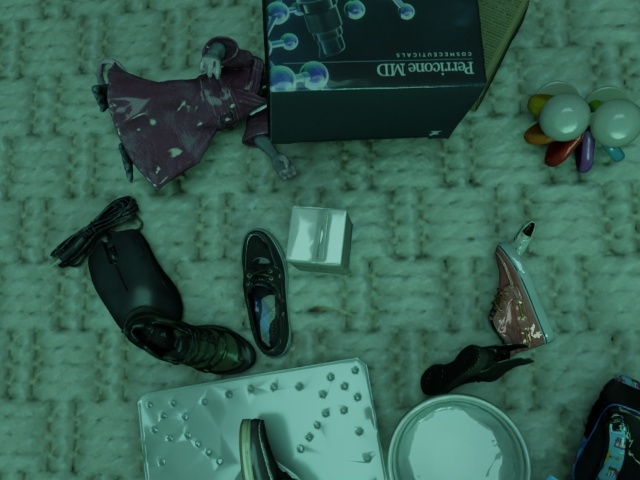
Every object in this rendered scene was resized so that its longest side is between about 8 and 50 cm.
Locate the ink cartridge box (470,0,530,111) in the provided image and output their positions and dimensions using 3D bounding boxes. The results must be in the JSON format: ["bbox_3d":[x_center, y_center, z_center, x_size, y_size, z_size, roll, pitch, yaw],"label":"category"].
[{"bbox_3d":[0.211,-0.363,1.118,0.235,0.088,0.193,28,86,11],"label":"ink cartridge box"}]

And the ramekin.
[{"bbox_3d":[0.207,0.336,0.979,0.207,0.109,0.207,-1,80,7],"label":"ramekin"}]

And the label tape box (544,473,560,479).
[{"bbox_3d":[0.416,0.484,0.882,0.348,0.115,0.249,29,108,14],"label":"label tape box"}]

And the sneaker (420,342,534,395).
[{"bbox_3d":[0.243,0.206,1.012,0.089,0.170,0.051,15,49,-30],"label":"sneaker"}]

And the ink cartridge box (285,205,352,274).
[{"bbox_3d":[0.000,0.000,1.053,0.090,0.143,0.092,4,80,9],"label":"ink cartridge box"}]

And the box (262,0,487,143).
[{"bbox_3d":[0.058,-0.366,0.963,0.294,0.212,0.395,-3,80,-5],"label":"box"}]

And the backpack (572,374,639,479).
[{"bbox_3d":[0.461,0.311,0.944,0.158,0.117,0.173,21,115,13],"label":"backpack"}]

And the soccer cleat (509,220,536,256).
[{"bbox_3d":[0.331,0.002,1.060,0.029,0.035,0.083,34,86,12],"label":"soccer cleat"}]

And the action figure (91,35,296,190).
[{"bbox_3d":[-0.187,-0.236,1.139,0.371,0.248,0.275,-22,34,-9],"label":"action figure"}]

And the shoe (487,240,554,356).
[{"bbox_3d":[0.301,0.095,1.026,0.081,0.063,0.177,-24,90,2],"label":"shoe"}]

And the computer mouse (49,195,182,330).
[{"bbox_3d":[-0.351,0.064,1.129,0.189,0.072,0.272,-38,77,-1],"label":"computer mouse"}]

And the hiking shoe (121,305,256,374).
[{"bbox_3d":[-0.214,0.178,1.044,0.227,0.114,0.086,17,94,-12],"label":"hiking shoe"}]

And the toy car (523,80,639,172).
[{"bbox_3d":[0.422,-0.177,1.038,0.182,0.159,0.136,9,116,9],"label":"toy car"}]

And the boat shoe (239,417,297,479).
[{"bbox_3d":[-0.054,0.402,0.962,0.093,0.103,0.285,-15,82,0],"label":"boat shoe"}]

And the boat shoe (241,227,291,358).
[{"bbox_3d":[-0.098,0.085,1.086,0.080,0.076,0.228,-7,79,7],"label":"boat shoe"}]

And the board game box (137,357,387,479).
[{"bbox_3d":[-0.083,0.414,1.037,0.391,0.050,0.389,-11,78,6],"label":"board game box"}]
